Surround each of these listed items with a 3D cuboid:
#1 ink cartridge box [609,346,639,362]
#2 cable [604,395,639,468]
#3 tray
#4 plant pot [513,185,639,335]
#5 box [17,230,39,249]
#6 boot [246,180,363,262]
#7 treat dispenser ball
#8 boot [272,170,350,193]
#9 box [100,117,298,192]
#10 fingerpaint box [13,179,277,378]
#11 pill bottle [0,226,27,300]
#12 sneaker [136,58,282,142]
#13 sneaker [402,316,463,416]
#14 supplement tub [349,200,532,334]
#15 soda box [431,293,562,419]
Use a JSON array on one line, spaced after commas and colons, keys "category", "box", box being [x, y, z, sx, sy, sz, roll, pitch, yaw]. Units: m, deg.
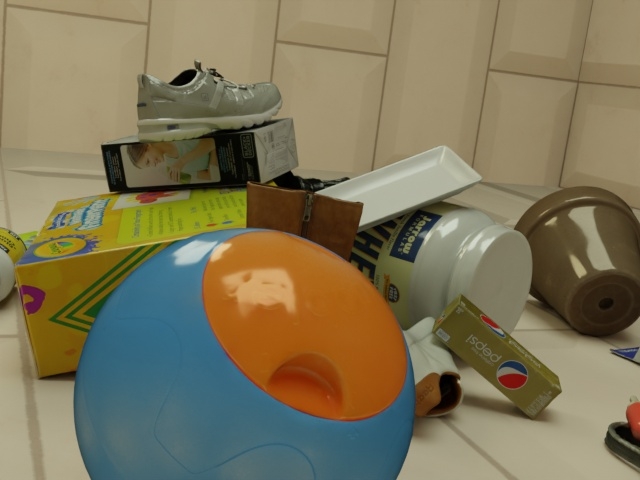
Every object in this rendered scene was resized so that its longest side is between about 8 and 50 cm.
[{"category": "ink cartridge box", "box": [0.654, 0.199, 1.396, 0.223, 0.045, 0.224, -1, 14, -34]}, {"category": "cable", "box": [0.405, 0.249, 0.947, 0.140, 0.072, 0.287, -2, 10, 17]}, {"category": "tray", "box": [0.112, -0.073, 1.327, 0.270, 0.030, 0.145, -21, 34, -7]}, {"category": "plant pot", "box": [0.513, 0.061, 1.578, 0.263, 0.263, 0.229, 6, 31, -4]}, {"category": "box", "box": [-0.508, 0.022, 1.556, 0.178, 0.042, 0.109, 10, 13, 19]}, {"category": "boot", "box": [-0.090, 0.070, 0.997, 0.264, 0.280, 0.096, 5, 12, -9]}, {"category": "treat dispenser ball", "box": [-0.063, 0.132, 0.706, 0.288, 0.288, 0.288, 7, 12, -1]}, {"category": "boot", "box": [-0.038, -0.127, 2.020, 0.260, 0.131, 0.348, 5, -22, -6]}, {"category": "box", "box": [-0.203, -0.146, 1.398, 0.290, 0.087, 0.169, -1, 15, 21]}, {"category": "fingerpaint box", "box": [-0.227, 0.027, 1.246, 0.371, 0.163, 0.445, -9, 15, -9]}, {"category": "pill bottle", "box": [-0.528, 0.045, 1.291, 0.103, 0.103, 0.184, 5, 12, -11]}, {"category": "sneaker", "box": [-0.166, -0.229, 1.289, 0.105, 0.115, 0.281, 5, 19, 39]}, {"category": "sneaker", "box": [0.138, 0.184, 1.120, 0.123, 0.106, 0.290, 47, 14, 12]}, {"category": "supplement tub", "box": [0.162, 0.043, 1.379, 0.325, 0.235, 0.235, 17, 15, 40]}, {"category": "soda box", "box": [0.240, 0.157, 1.119, 0.181, 0.058, 0.061, 41, 16, 2]}]
